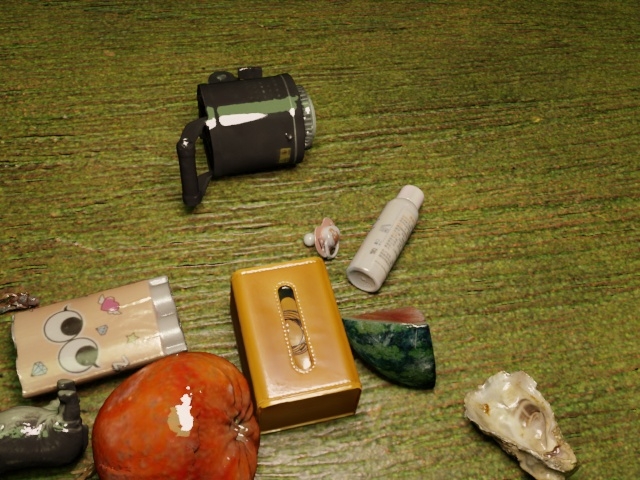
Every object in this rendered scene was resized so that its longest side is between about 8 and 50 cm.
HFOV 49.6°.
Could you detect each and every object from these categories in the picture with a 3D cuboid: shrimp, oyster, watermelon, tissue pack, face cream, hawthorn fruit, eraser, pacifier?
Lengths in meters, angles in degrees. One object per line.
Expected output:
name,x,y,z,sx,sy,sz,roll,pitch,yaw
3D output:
shrimp,-0.591,0.118,1.340,0.092,0.029,0.038,-13,59,-10
oyster,0.367,0.346,1.256,0.161,0.107,0.233,-30,45,-18
watermelon,0.134,0.194,1.329,0.207,0.202,0.136,16,93,19
tissue pack,-0.055,0.189,1.281,0.194,0.145,0.274,-11,57,-11
face cream,0.147,-0.013,1.476,0.082,0.082,0.269,26,56,11
hawthorn fruit,-0.254,0.325,1.109,0.307,0.276,0.276,-14,57,2
eraser,-0.406,0.178,1.283,0.290,0.087,0.171,-14,60,-14
pacifier,0.000,0.000,1.469,0.078,0.081,0.099,-7,23,27

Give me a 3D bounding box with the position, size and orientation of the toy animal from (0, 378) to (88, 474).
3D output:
toy animal,-0.557,0.332,1.131,0.343,0.106,0.168,-18,103,-14

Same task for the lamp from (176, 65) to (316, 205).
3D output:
lamp,-0.146,-0.250,1.527,0.272,0.205,0.374,3,45,1
